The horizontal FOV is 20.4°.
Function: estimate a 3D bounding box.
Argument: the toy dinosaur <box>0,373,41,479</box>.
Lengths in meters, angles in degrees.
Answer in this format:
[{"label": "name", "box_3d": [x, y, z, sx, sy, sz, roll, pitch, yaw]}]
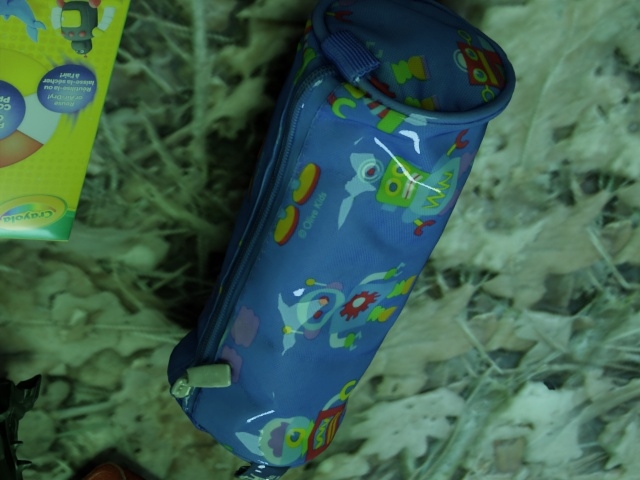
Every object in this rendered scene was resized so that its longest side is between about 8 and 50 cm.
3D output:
[{"label": "toy dinosaur", "box_3d": [-0.227, 0.201, 1.083, 0.164, 0.218, 0.322, -8, 177, -33]}]

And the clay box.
[{"label": "clay box", "box_3d": [-0.185, -0.077, 0.967, 0.127, 0.053, 0.222, 3, 129, -21]}]

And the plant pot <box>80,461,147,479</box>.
[{"label": "plant pot", "box_3d": [-0.119, 0.356, 1.262, 0.267, 0.267, 0.236, -41, 144, 18]}]

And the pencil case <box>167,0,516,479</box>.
[{"label": "pencil case", "box_3d": [0.000, 0.000, 1.056, 0.133, 0.119, 0.306, -11, 137, -42]}]
